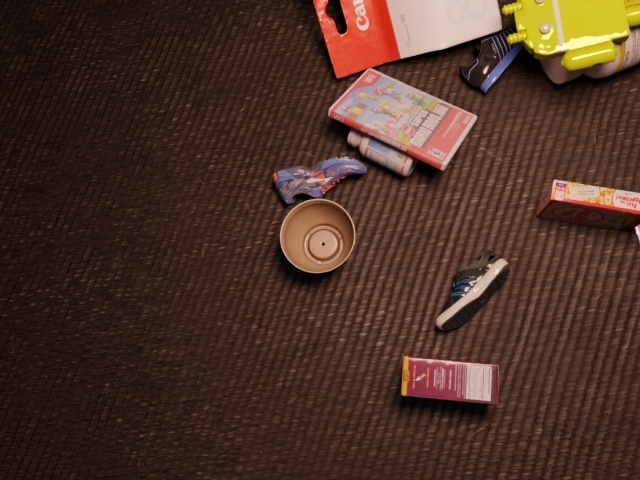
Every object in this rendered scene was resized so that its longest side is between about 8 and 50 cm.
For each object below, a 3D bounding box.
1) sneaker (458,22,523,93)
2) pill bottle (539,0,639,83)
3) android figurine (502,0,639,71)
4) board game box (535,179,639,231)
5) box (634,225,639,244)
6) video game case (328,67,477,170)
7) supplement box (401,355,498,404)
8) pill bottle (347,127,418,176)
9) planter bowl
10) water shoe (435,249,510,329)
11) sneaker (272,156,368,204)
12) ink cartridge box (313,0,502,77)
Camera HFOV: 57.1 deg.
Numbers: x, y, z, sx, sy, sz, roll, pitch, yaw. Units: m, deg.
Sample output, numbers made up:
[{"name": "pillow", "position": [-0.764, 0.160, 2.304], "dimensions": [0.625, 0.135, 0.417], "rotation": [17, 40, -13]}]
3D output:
[{"name": "sneaker", "position": [0.417, -0.450, 1.350], "dimensions": [0.090, 0.081, 0.232], "rotation": [39, 86, 9]}, {"name": "pill bottle", "position": [0.650, -0.466, 1.264], "dimensions": [0.334, 0.188, 0.187], "rotation": [-21, 76, 3]}, {"name": "android figurine", "position": [0.506, -0.462, 1.170], "dimensions": [0.273, 0.056, 0.248], "rotation": [-7, 88, 17]}, {"name": "board game box", "position": [0.562, -0.070, 1.217], "dimensions": [0.194, 0.147, 0.045], "rotation": [11, 80, 11]}, {"name": "box", "position": [0.764, -0.014, 1.229], "dimensions": [0.178, 0.042, 0.109], "rotation": [-12, 77, 5]}, {"name": "video game case", "position": [0.188, -0.280, 1.325], "dimensions": [0.285, 0.025, 0.204], "rotation": [28, 52, 13]}, {"name": "supplement box", "position": [0.262, 0.286, 1.208], "dimensions": [0.188, 0.104, 0.080], "rotation": [3, 79, 8]}, {"name": "pill bottle", "position": [0.146, -0.215, 1.337], "dimensions": [0.160, 0.087, 0.087], "rotation": [29, 84, 13]}, {"name": "planter bowl", "position": [0.000, 0.000, 1.303], "dimensions": [0.162, 0.109, 0.162], "rotation": [-2, 78, 7]}, {"name": "water shoe", "position": [0.315, 0.107, 1.267], "dimensions": [0.203, 0.073, 0.080], "rotation": [-43, 49, -1]}, {"name": "sneaker", "position": [0.003, -0.137, 1.356], "dimensions": [0.221, 0.083, 0.087], "rotation": [-12, 90, 11]}, {"name": "ink cartridge box", "position": [0.179, -0.562, 1.302], "dimensions": [0.385, 0.091, 0.308], "rotation": [-18, 110, 2]}]
